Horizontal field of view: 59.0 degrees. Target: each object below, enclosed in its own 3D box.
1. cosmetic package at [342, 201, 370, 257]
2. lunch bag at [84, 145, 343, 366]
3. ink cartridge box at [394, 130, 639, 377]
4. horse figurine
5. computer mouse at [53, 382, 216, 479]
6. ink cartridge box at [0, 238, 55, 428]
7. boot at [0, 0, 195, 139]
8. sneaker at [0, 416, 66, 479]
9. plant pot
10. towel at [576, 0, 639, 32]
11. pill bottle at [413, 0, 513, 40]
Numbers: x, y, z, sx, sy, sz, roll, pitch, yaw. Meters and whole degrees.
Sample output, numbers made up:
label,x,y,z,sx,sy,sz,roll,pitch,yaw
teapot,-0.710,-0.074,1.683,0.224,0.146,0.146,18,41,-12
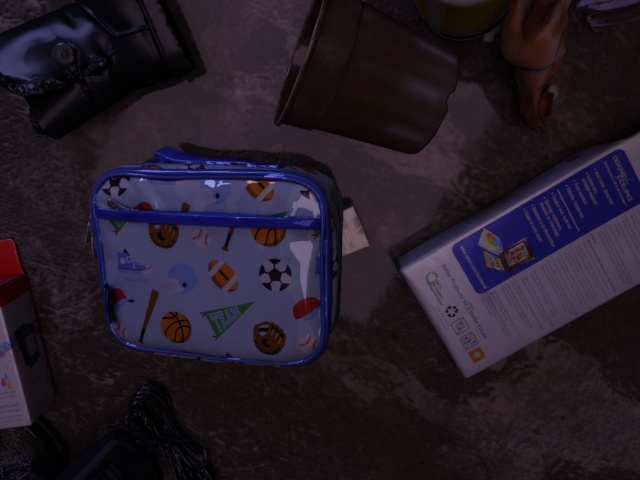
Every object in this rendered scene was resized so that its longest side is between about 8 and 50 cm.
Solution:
label,x,y,z,sx,sy,sz,roll,pitch,yaw
cosmetic package,0.000,0.000,0.724,0.115,0.041,0.060,-22,101,4
lunch bag,-0.125,0.015,0.665,0.303,0.115,0.243,3,105,12
ink cartridge box,0.298,0.010,0.721,0.371,0.069,0.176,-30,101,8
horse figurine,0.239,-0.228,0.593,0.066,0.263,0.174,25,96,20
computer mouse,-0.275,0.333,0.719,0.072,0.272,0.188,-17,106,43
ink cartridge box,-0.444,0.123,0.726,0.134,0.078,0.231,-8,102,1
boot,-0.284,-0.259,0.632,0.207,0.094,0.246,-23,108,0
sneaker,-0.389,0.338,0.738,0.087,0.130,0.227,-11,87,-8
plant pot,0.053,-0.182,0.631,0.165,0.167,0.167,17,102,-12
towel,0.406,-0.363,0.510,0.053,0.317,0.332,31,99,-8
pill bottle,0.146,-0.283,0.567,0.119,0.208,0.119,1,97,13
